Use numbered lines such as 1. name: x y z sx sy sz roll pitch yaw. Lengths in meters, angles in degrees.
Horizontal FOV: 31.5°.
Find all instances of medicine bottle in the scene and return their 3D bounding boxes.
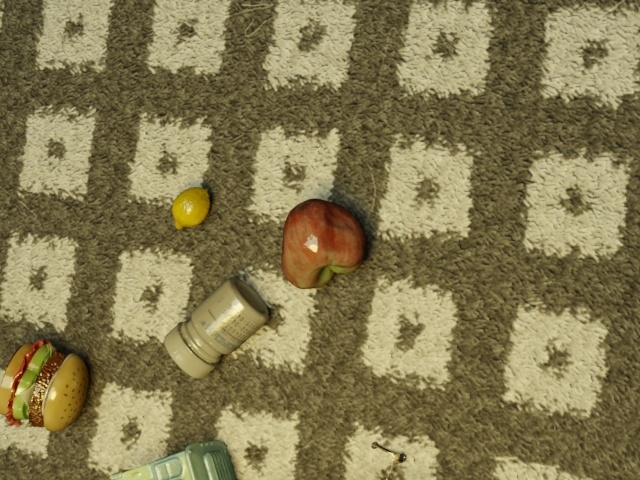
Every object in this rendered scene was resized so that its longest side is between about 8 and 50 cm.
1. medicine bottle: -0.180 0.152 1.986 0.168 0.105 0.105 -41 72 11

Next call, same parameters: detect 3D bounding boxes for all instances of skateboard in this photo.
1. skateboard: 0.100 0.386 1.899 0.064 0.032 0.083 20 90 31

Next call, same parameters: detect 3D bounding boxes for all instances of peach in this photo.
1. peach: 0.000 0.000 1.930 0.152 0.152 0.152 -2 83 20

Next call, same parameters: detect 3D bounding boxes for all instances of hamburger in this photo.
1. hamburger: -0.495 0.271 2.065 0.137 0.175 0.175 17 90 9

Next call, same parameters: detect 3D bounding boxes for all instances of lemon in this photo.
1. lemon: -0.234 -0.058 2.050 0.065 0.065 0.092 44 104 19

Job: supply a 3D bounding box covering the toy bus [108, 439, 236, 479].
1. toy bus: -0.220 0.517 1.937 0.190 0.152 0.312 -22 76 17
